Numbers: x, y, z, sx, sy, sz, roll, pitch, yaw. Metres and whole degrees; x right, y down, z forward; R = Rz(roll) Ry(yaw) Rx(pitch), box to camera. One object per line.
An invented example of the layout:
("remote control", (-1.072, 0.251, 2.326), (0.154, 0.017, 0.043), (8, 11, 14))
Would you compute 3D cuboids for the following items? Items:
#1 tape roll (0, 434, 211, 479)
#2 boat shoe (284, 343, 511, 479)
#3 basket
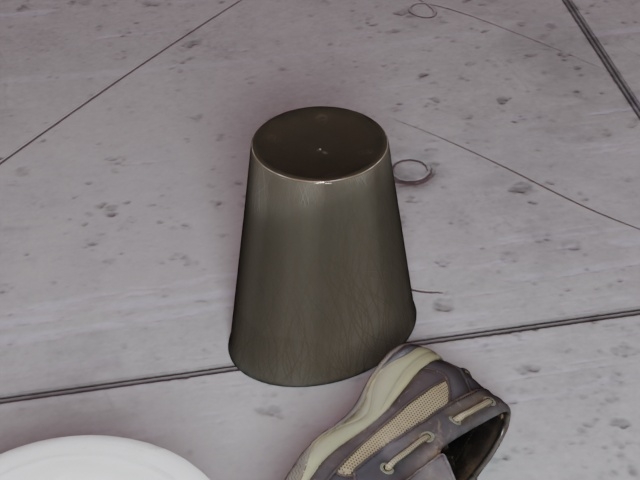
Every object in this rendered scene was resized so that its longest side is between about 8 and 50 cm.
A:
("tape roll", (-0.179, 0.287, 1.140), (0.246, 0.169, 0.246), (-1, 37, 1))
("boat shoe", (0.058, 0.215, 1.259), (0.130, 0.132, 0.355), (16, 42, 22))
("basket", (0.000, 0.000, 1.462), (0.204, 0.226, 0.154), (-25, 43, -26))
